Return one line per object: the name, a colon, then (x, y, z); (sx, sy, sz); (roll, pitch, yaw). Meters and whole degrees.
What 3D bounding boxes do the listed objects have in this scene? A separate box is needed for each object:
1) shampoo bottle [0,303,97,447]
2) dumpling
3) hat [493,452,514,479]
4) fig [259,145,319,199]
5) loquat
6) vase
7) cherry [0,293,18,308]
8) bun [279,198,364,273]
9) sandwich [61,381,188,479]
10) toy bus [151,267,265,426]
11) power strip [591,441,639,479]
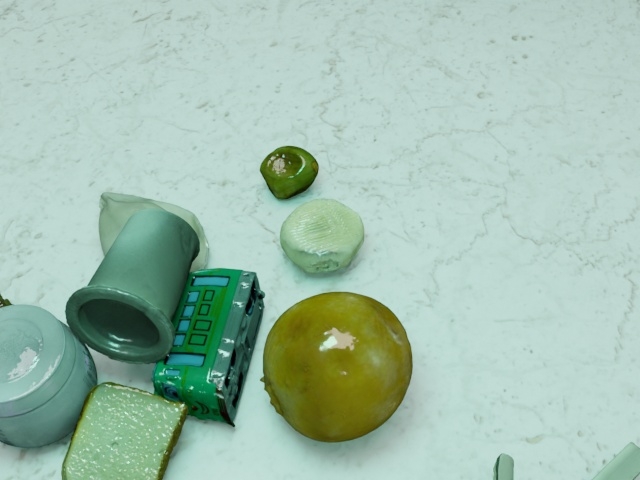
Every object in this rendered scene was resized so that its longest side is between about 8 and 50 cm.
shampoo bottle: (-0.630, 0.294, 1.717); (0.273, 0.266, 0.273); (0, 54, 0)
dumpling: (-0.424, -0.006, 2.020); (0.260, 0.181, 0.341); (-5, 22, -27)
hat: (0.371, 0.575, 1.538); (0.168, 0.258, 0.301); (19, 42, 0)
fig: (-0.080, -0.187, 2.156); (0.165, 0.154, 0.144); (-20, 53, 41)
loquat: (0.035, 0.267, 1.703); (0.328, 0.328, 0.328); (0, 52, 0)
vase: (-0.391, 0.090, 1.747); (0.245, 0.245, 0.291); (9, 43, 7)
cherry: (-0.826, 0.210, 1.839); (0.175, 0.192, 0.250); (0, 49, 47)
bun: (0.000, 0.000, 2.022); (0.220, 0.134, 0.220); (-2, 48, 2)
sandwich: (-0.411, 0.437, 1.669); (0.226, 0.087, 0.251); (15, 76, 6)
toy bus: (-0.254, 0.234, 1.811); (0.199, 0.183, 0.343); (6, 52, 9)
power strip: (0.550, 0.535, 1.623); (0.338, 0.098, 0.058); (-33, 62, -22)
